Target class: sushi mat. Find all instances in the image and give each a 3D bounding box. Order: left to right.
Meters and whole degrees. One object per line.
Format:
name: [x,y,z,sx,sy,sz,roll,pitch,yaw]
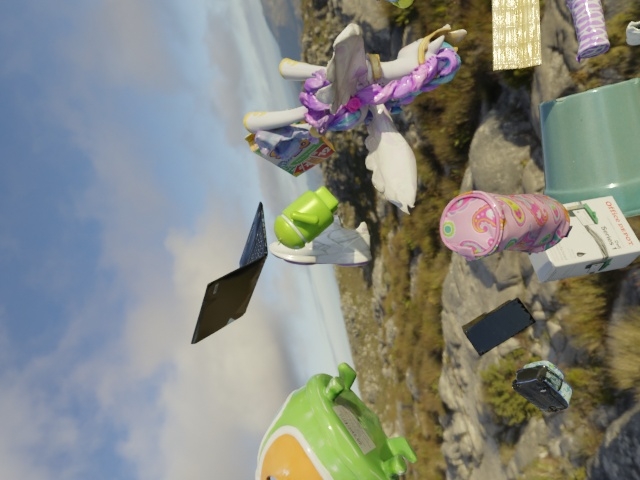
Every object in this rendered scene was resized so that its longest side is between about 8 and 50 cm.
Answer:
sushi mat: [0.661,-0.729,1.660,0.019,0.151,0.317,28,-118,-75]

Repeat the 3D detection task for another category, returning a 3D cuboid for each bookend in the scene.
bookend: [0.448,0.215,1.253,0.072,0.156,0.157,57,-171,12]

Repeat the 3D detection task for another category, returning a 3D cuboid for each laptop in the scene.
laptop: [-0.215,0.073,1.139,0.234,0.136,0.264,117,152,-42]

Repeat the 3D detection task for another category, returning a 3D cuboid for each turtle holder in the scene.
turtle holder: [0.012,0.368,0.893,0.243,0.227,0.320,49,-176,-7]

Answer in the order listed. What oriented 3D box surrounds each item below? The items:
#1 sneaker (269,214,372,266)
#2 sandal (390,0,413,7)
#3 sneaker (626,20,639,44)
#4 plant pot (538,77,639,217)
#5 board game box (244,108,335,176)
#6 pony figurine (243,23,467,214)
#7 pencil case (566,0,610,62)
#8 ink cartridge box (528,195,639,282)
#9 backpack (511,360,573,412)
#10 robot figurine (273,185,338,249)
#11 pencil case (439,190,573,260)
sneaker: [0.000,0.000,1.455,0.114,0.304,0.152,-18,-72,-83]
sandal: [0.151,-0.796,1.486,0.317,0.138,0.126,43,130,46]
sneaker: [0.908,-0.573,1.319,0.061,0.152,0.054,39,-119,-43]
plant pot: [0.768,-0.250,1.364,0.341,0.341,0.334,-111,5,-81]
board game box: [-0.063,-0.218,1.130,0.039,0.124,0.259,65,-164,18]
pony figurine: [0.052,-0.242,0.852,0.303,0.363,0.351,57,-137,-38]
pencil case: [0.756,-0.622,1.393,0.086,0.088,0.206,8,-107,-47]
ink cartridge box: [0.608,-0.004,1.163,0.093,0.219,0.160,84,174,-60]
backpack: [0.536,0.346,1.168,0.114,0.084,0.105,42,144,-2]
robot figurine: [-0.025,-0.033,0.777,0.067,0.115,0.101,48,173,6]
pencil case: [0.341,-0.028,0.886,0.124,0.284,0.124,2,93,47]
